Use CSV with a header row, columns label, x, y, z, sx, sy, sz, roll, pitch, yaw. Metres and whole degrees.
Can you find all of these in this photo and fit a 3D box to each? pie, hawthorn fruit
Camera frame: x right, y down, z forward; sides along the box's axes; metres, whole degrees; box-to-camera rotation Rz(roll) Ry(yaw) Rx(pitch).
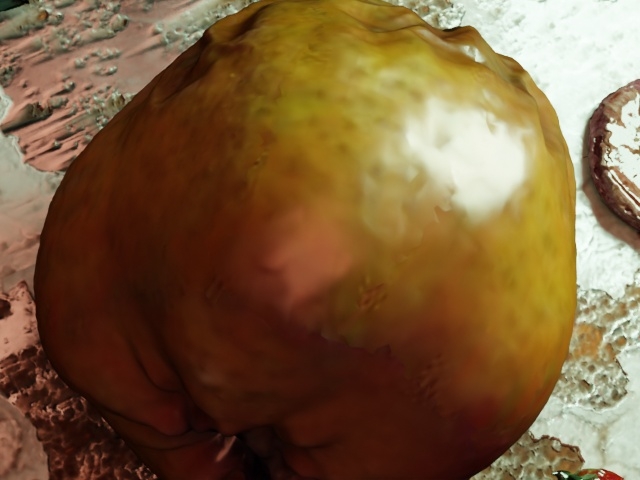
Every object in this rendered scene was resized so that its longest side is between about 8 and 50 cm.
label,x,y,z,sx,sy,sz,roll,pitch,yaw
pie,0.358,-0.086,1.635,0.182,0.049,0.182,1,77,-6
hawthorn fruit,0.000,0.000,1.346,0.472,0.472,0.471,2,77,-11

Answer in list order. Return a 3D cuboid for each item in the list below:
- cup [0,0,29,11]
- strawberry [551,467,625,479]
label,x,y,z,sx,sy,sz,roll,pitch,yaw
cup,-0.321,-0.340,1.524,0.148,0.134,0.235,4,85,-37
strawberry,0.251,0.282,1.503,0.148,0.131,0.131,47,71,-29
